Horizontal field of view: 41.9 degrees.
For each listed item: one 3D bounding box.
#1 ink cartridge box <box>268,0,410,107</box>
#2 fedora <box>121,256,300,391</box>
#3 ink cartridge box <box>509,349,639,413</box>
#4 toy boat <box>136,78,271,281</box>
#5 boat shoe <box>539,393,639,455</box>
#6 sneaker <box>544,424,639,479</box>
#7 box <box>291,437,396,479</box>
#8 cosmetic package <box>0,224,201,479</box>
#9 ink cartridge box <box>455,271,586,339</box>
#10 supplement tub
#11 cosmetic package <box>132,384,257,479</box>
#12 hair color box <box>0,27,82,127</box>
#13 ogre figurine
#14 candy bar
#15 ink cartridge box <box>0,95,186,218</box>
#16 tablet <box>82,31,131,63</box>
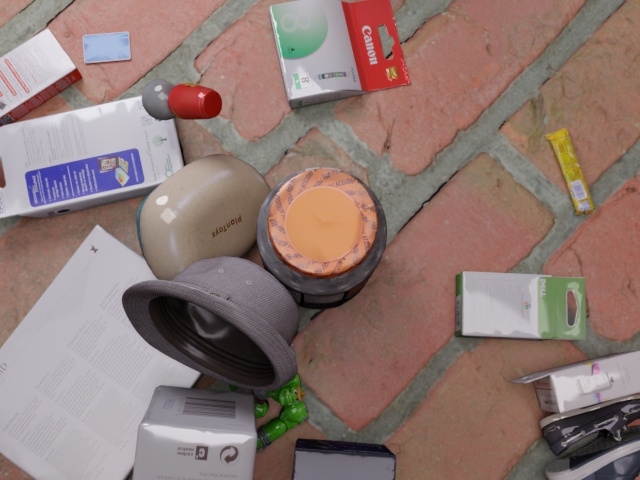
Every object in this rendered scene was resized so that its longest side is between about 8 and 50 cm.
[{"bbox_3d":[0.034,-0.347,1.493,0.225,0.056,0.180,-12,81,-2],"label":"ink cartridge box"},{"bbox_3d":[-0.140,0.106,1.231,0.276,0.243,0.124,14,53,25],"label":"fedora"},{"bbox_3d":[0.423,0.236,1.370,0.198,0.115,0.067,-13,81,-3],"label":"ink cartridge box"},{"bbox_3d":[-0.203,-0.102,1.348,0.148,0.267,0.318,12,118,38],"label":"toy boat"},{"bbox_3d":[0.468,0.304,1.374,0.206,0.075,0.064,-14,59,4],"label":"boat shoe"},{"bbox_3d":[0.490,0.405,1.361,0.226,0.086,0.163,-21,89,-12],"label":"sneaker"},{"bbox_3d":[0.032,0.370,1.288,0.153,0.207,0.108,5,80,-1],"label":"box"},{"bbox_3d":[-0.358,0.209,1.361,0.284,0.097,0.377,36,81,2],"label":"cosmetic package"},{"bbox_3d":[0.336,0.113,1.415,0.209,0.062,0.108,2,80,-2],"label":"ink cartridge box"},{"bbox_3d":[0.000,0.000,1.297,0.194,0.316,0.193,0,79,-2],"label":"supplement tub"},{"bbox_3d":[-0.196,0.460,1.205,0.162,0.230,0.453,6,92,-6],"label":"cosmetic package"},{"bbox_3d":[-0.516,-0.283,1.465,0.167,0.053,0.093,-35,84,-8],"label":"hair color box"},{"bbox_3d":[-0.086,0.243,1.361,0.118,0.097,0.197,-14,87,-11],"label":"ogre figurine"},{"bbox_3d":[0.444,-0.121,1.482,0.040,0.018,0.161,-17,81,-1],"label":"candy bar"},{"bbox_3d":[-0.405,-0.140,1.438,0.333,0.065,0.165,-12,81,-5],"label":"ink cartridge box"},{"bbox_3d":[-0.384,-0.347,1.503,0.083,0.006,0.054,-6,80,-4],"label":"tablet"}]
